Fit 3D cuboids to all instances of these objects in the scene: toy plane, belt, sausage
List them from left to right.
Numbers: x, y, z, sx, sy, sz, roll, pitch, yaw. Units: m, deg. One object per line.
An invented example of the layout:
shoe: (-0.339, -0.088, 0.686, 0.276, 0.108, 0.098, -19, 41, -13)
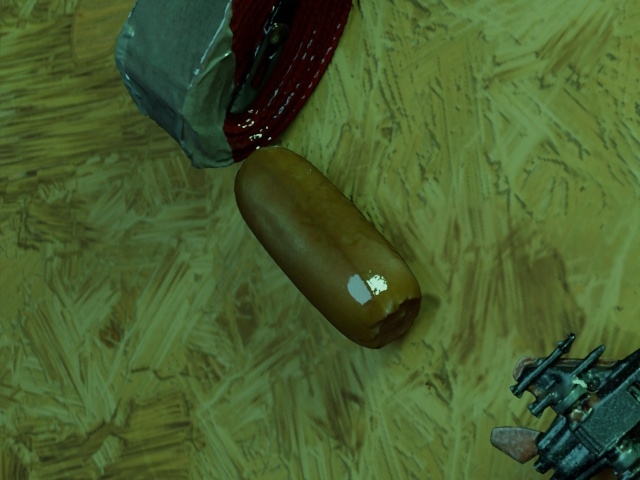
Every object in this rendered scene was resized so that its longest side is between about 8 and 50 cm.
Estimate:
belt: (-0.072, -0.166, 1.168, 0.124, 0.128, 0.201, 42, 110, 37)
sausage: (0.000, 0.000, 1.125, 0.197, 0.076, 0.076, 49, 118, 35)
toy plane: (0.198, 0.094, 0.943, 0.130, 0.061, 0.189, 47, 116, 9)
